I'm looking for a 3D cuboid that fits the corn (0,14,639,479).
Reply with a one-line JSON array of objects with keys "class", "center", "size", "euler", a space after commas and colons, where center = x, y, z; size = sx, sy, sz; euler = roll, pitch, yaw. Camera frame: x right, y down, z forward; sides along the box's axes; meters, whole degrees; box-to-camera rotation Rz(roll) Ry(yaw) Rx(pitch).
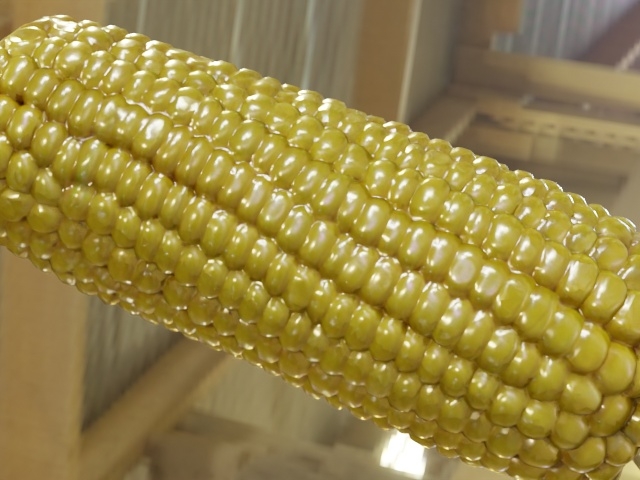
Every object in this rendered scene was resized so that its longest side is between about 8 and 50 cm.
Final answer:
[{"class": "corn", "center": [0.000, 0.000, 0.761], "size": [0.144, 0.387, 0.144], "euler": [25, -90, -88]}]
